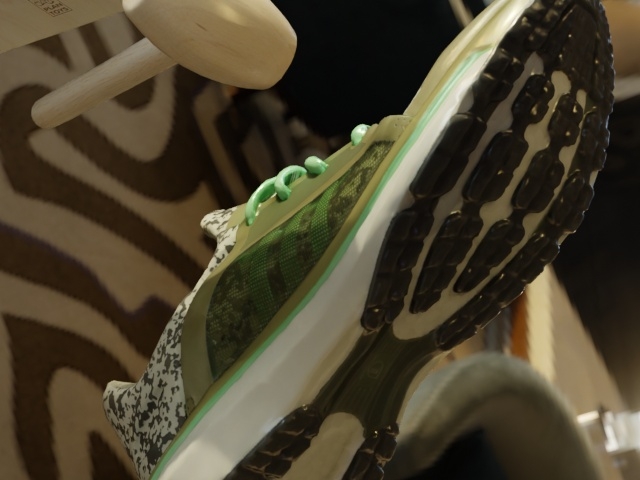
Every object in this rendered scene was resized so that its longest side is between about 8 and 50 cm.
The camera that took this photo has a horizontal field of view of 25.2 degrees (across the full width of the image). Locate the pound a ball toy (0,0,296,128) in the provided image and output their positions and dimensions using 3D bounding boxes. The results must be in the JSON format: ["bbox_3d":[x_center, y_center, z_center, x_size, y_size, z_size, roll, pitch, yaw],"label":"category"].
[{"bbox_3d":[-0.148,-0.165,0.723,0.136,0.319,0.208,33,61,-39],"label":"pound a ball toy"}]

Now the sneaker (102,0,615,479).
[{"bbox_3d":[0.000,0.000,0.819,0.182,0.410,0.158,40,5,38],"label":"sneaker"}]
